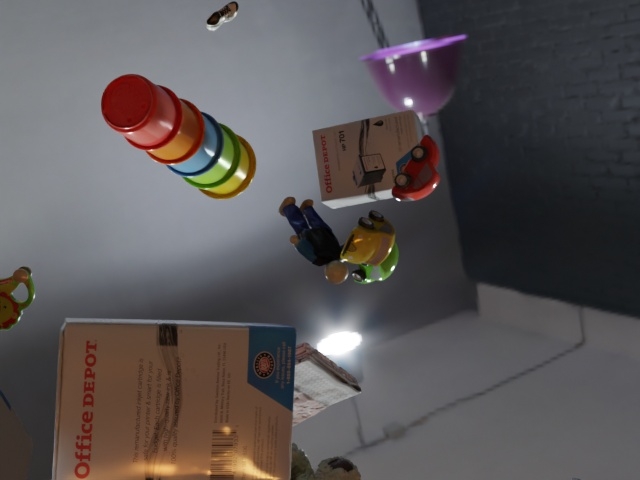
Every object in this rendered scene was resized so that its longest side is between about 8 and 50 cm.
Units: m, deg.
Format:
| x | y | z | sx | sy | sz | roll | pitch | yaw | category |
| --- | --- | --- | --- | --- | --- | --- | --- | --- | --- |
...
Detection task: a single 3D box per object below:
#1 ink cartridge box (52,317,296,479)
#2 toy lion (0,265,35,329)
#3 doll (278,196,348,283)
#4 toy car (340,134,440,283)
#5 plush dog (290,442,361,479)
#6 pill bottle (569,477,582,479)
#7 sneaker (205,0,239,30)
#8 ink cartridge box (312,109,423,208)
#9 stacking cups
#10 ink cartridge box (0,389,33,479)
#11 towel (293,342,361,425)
| x | y | z | sx | sy | sz | roll | pitch | yaw | category |
| --- | --- | --- | --- | --- | --- | --- | --- | --- | --- |
| -0.255 | 0.282 | 1.523 | 0.394 | 0.286 | 0.166 | 4 | 177 | -16 | ink cartridge box |
| -0.521 | 0.099 | 1.454 | 0.100 | 0.096 | 0.034 | -14 | -170 | -3 | toy lion |
| 0.000 | 0.000 | 1.436 | 0.129 | 0.046 | 0.189 | 6 | -145 | -32 | doll |
| 0.095 | -0.006 | 1.229 | 0.053 | 0.225 | 0.239 | 31 | -123 | 12 | toy car |
| -0.063 | 0.535 | 1.709 | 0.225 | 0.211 | 0.262 | -18 | -165 | -42 | plush dog |
| 0.532 | 0.560 | 1.904 | 0.065 | 0.065 | 0.116 | 1 | -167 | 43 | pill bottle |
| -0.206 | -0.474 | 1.850 | 0.083 | 0.032 | 0.037 | -41 | 180 | 1 | sneaker |
| 0.092 | -0.145 | 1.587 | 0.190 | 0.140 | 0.082 | -10 | 172 | 15 | ink cartridge box |
| -0.170 | -0.127 | 1.050 | 0.096 | 0.096 | 0.316 | -9 | 168 | 13 | stacking cups |
| -0.605 | 0.298 | 1.254 | 0.307 | 0.223 | 0.129 | -8 | -136 | 2 | ink cartridge box |
| -0.096 | 0.375 | 2.098 | 0.317 | 0.053 | 0.332 | -29 | 147 | 12 | towel |
